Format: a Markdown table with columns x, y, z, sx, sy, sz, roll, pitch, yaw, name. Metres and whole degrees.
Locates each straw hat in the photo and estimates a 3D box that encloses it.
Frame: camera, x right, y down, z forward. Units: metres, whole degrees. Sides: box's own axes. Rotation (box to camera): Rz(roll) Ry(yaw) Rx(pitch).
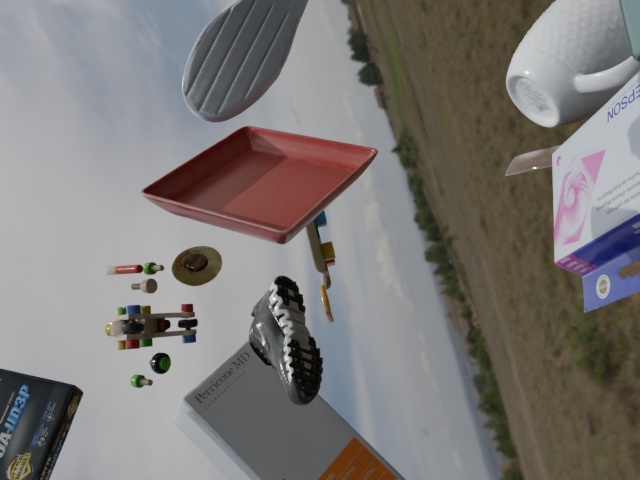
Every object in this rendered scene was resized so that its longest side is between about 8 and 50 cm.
| x | y | z | sx | sy | sz | roll | pitch | yaw | name |
| --- | --- | --- | --- | --- | --- | --- | --- | --- | --- |
| -0.351 | 0.055 | 1.787 | 0.061 | 0.144 | 0.144 | 51 | 169 | 47 | straw hat |

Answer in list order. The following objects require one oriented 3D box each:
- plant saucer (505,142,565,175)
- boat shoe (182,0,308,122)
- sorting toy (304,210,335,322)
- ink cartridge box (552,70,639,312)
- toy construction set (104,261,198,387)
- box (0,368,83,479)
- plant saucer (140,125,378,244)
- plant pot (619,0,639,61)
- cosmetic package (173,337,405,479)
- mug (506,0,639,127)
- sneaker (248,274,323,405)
| x | y | z | sx | sy | sz | roll | pitch | yaw | name |
| --- | --- | --- | --- | --- | --- | --- | --- | --- | --- |
| 0.597 | -0.209 | 1.535 | 0.310 | 0.310 | 0.050 | -28 | -74 | -81 | plant saucer |
| -0.086 | -0.308 | 0.944 | 0.121 | 0.335 | 0.119 | 32 | 170 | -4 | boat shoe |
| 0.000 | 0.000 | 1.349 | 0.196 | 0.047 | 0.347 | 70 | -174 | -74 | sorting toy |
| 0.504 | -0.072 | 1.102 | 0.324 | 0.071 | 0.330 | 114 | 164 | -69 | ink cartridge box |
| -0.515 | 0.204 | 1.770 | 0.257 | 0.237 | 0.309 | -36 | -63 | -51 | toy construction set |
| -0.577 | 0.368 | 1.215 | 0.051 | 0.175 | 0.220 | 87 | -164 | -62 | box |
| -0.083 | -0.085 | 0.948 | 0.258 | 0.259 | 0.048 | -44 | -41 | -44 | plant saucer |
| 0.450 | -0.386 | 0.681 | 0.341 | 0.341 | 0.334 | -27 | -73 | -81 | plant pot |
| -0.071 | 0.449 | 1.370 | 0.453 | 0.230 | 0.161 | 42 | 144 | 10 | cosmetic package |
| 0.630 | -0.427 | 1.471 | 0.276 | 0.328 | 0.374 | 49 | 175 | -21 | mug |
| -0.063 | 0.173 | 1.032 | 0.078 | 0.106 | 0.234 | 28 | -148 | -38 | sneaker |
